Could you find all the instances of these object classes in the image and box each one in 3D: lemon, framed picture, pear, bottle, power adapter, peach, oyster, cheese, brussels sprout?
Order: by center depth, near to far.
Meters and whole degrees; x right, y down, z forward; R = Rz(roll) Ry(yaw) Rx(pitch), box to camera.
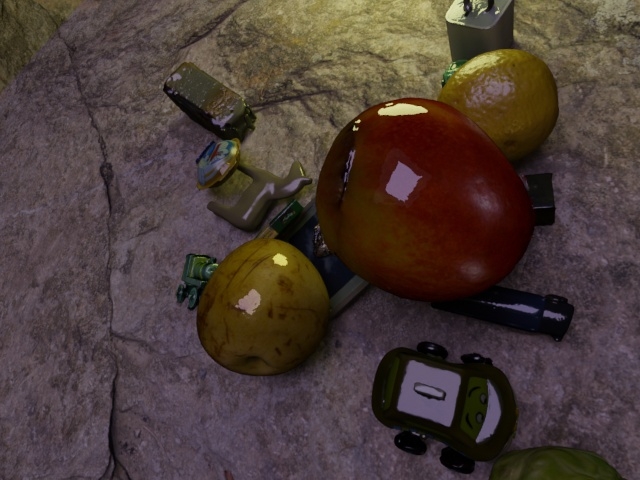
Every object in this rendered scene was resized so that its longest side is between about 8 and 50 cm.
[{"bbox_3d":[0.354,0.408,0.651,0.222,0.161,0.224,-2,75,8],"label":"brussels sprout"},{"bbox_3d":[0.178,-0.066,0.782,0.369,0.370,0.371,-9,64,19],"label":"peach"},{"bbox_3d":[0.337,0.119,0.843,0.244,0.072,0.082,13,100,27],"label":"bottle"},{"bbox_3d":[0.352,-0.265,0.925,0.253,0.228,0.229,-26,59,23],"label":"lemon"},{"bbox_3d":[-0.115,0.139,0.926,0.280,0.281,0.281,-9,64,19],"label":"pear"},{"bbox_3d":[0.028,0.013,1.031,0.209,0.019,0.281,-45,54,13],"label":"framed picture"},{"bbox_3d":[0.000,-0.003,1.031,0.054,0.019,0.083,-12,67,31],"label":"oyster"},{"bbox_3d":[0.373,-0.526,1.046,0.130,0.205,0.125,31,81,30],"label":"power adapter"},{"bbox_3d":[-0.295,-0.221,1.250,0.177,0.069,0.270,-51,34,0],"label":"cheese"}]

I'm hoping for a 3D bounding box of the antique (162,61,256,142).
[{"bbox_3d":[-0.320,-0.403,1.340,0.284,0.150,0.125,36,84,24],"label":"antique"}]

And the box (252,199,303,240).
[{"bbox_3d":[-0.136,-0.007,1.081,0.034,0.132,0.235,45,89,-8],"label":"box"}]

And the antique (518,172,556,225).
[{"bbox_3d":[0.359,-0.075,0.920,0.220,0.081,0.080,-4,64,23],"label":"antique"}]

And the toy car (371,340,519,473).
[{"bbox_3d":[0.204,0.271,0.758,0.247,0.198,0.204,10,70,25],"label":"toy car"}]

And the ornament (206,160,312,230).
[{"bbox_3d":[-0.154,-0.128,1.176,0.244,0.061,0.230,25,77,34],"label":"ornament"}]

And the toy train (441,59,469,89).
[{"bbox_3d":[0.332,-0.388,1.056,0.099,0.149,0.081,-9,91,20],"label":"toy train"}]

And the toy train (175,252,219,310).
[{"bbox_3d":[-0.285,0.098,1.073,0.200,0.083,0.132,1,80,58],"label":"toy train"}]
